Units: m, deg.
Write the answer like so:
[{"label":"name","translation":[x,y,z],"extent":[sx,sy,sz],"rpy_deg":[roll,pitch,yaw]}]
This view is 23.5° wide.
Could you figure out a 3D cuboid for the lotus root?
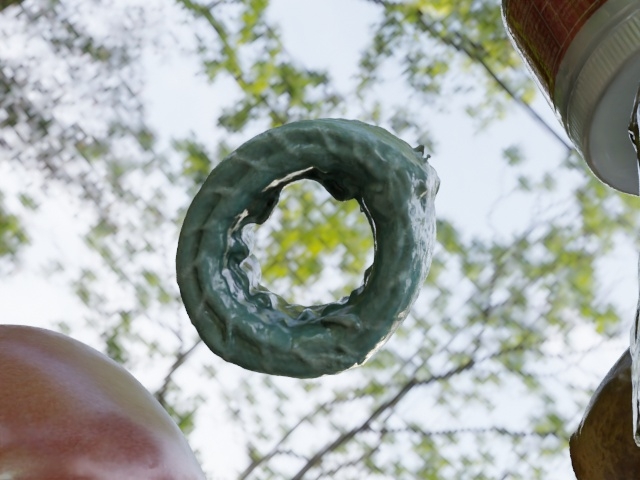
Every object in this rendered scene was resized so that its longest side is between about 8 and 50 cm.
[{"label":"lotus root","translation":[0.349,0.133,1.338],"extent":[0.291,0.193,0.193],"rpy_deg":[-40,-88,14]}]

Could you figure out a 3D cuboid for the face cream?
[{"label":"face cream","translation":[0.266,-0.167,1.234],"extent":[0.201,0.201,0.187],"rpy_deg":[90,-17,-47]}]

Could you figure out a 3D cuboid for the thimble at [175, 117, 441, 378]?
[{"label":"thimble","translation":[0.000,0.000,1.271],"extent":[0.198,0.235,0.143],"rpy_deg":[52,12,0]}]

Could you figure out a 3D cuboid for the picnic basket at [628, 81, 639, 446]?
[{"label":"picnic basket","translation":[0.280,-0.031,0.666],"extent":[0.291,0.254,0.321],"rpy_deg":[11,-74,8]}]

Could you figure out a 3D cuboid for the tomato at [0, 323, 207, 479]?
[{"label":"tomato","translation":[-0.240,0.223,1.330],"extent":[0.341,0.273,0.341],"rpy_deg":[62,-4,8]}]
